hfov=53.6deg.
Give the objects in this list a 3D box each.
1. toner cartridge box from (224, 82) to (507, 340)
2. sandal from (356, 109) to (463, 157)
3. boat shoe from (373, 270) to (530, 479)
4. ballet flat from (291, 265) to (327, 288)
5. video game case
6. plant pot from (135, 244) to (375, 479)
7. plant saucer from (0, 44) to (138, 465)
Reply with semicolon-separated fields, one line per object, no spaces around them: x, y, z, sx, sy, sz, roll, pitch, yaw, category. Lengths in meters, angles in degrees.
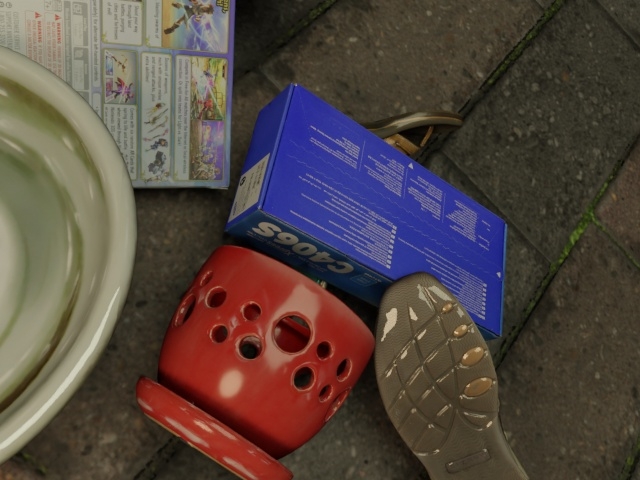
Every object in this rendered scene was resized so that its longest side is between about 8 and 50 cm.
0.072;-0.016;0.728;0.348;0.075;0.165;28;59;-27;toner cartridge box
0.085;-0.127;0.814;0.219;0.090;0.060;-14;97;-28;sandal
0.138;0.179;0.697;0.123;0.116;0.324;-18;104;6;boat shoe
0.000;0.000;0.755;0.052;0.057;0.168;21;66;-48;ballet flat
-0.214;-0.189;0.648;0.245;0.061;0.269;-2;105;-23;video game case
-0.070;0.124;0.611;0.191;0.191;0.174;38;70;-9;plant pot
-0.346;0.017;0.496;0.401;0.100;0.400;3;66;-8;plant saucer
